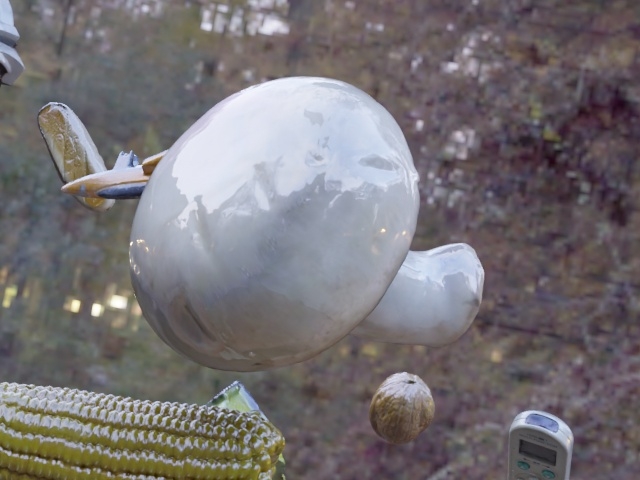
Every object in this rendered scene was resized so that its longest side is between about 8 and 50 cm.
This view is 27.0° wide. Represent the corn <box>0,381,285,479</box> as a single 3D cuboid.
[{"bbox_3d":[-0.213,0.218,1.362,0.344,0.131,0.131,9,-5,3],"label":"corn"}]

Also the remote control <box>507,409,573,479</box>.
[{"bbox_3d":[0.280,0.283,1.695,0.078,0.042,0.221,18,-34,20],"label":"remote control"}]

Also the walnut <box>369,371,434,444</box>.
[{"bbox_3d":[0.131,0.274,2.153,0.105,0.124,0.105,8,28,-4],"label":"walnut"}]

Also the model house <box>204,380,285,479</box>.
[{"bbox_3d":[-0.175,0.306,2.001,0.170,0.194,0.211,38,16,-34],"label":"model house"}]

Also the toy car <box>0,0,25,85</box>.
[{"bbox_3d":[-0.462,-0.259,1.443,0.301,0.118,0.193,23,30,-49],"label":"toy car"}]

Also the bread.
[{"bbox_3d":[-0.376,-0.125,2.064,0.214,0.073,0.053,58,8,23],"label":"bread"}]

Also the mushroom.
[{"bbox_3d":[-0.013,-0.019,1.299,0.356,0.315,0.315,-2,-6,1],"label":"mushroom"}]

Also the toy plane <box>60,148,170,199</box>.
[{"bbox_3d":[-0.138,-0.078,1.521,0.316,0.204,0.103,0,37,15],"label":"toy plane"}]
